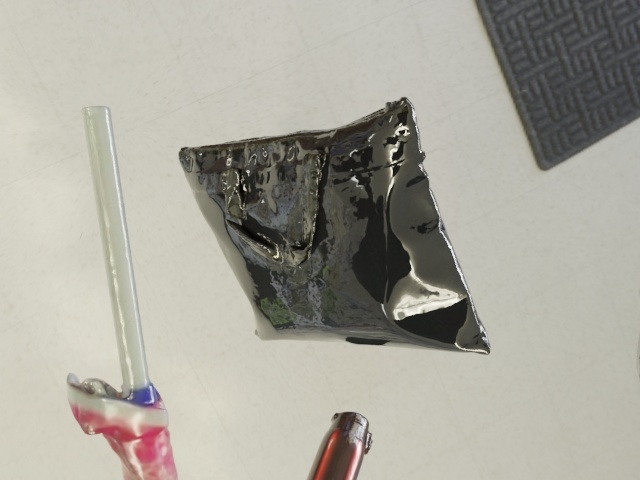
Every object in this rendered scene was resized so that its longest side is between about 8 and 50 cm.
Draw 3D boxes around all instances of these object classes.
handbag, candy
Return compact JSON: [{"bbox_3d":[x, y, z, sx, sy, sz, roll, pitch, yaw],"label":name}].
[{"bbox_3d":[0.000,0.000,0.559,0.088,0.254,0.211,-41,119,-44],"label":"handbag"},{"bbox_3d":[-0.104,0.107,0.391,0.124,0.124,0.365,-9,101,-15],"label":"candy"}]

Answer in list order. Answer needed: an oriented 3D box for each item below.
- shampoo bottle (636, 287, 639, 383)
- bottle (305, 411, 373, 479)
[{"bbox_3d":[0.357,0.158,0.663,0.071,0.309,0.098,-3,132,16],"label":"shampoo bottle"},{"bbox_3d":[0.015,0.272,0.764,0.060,0.060,0.164,44,45,-19],"label":"bottle"}]
